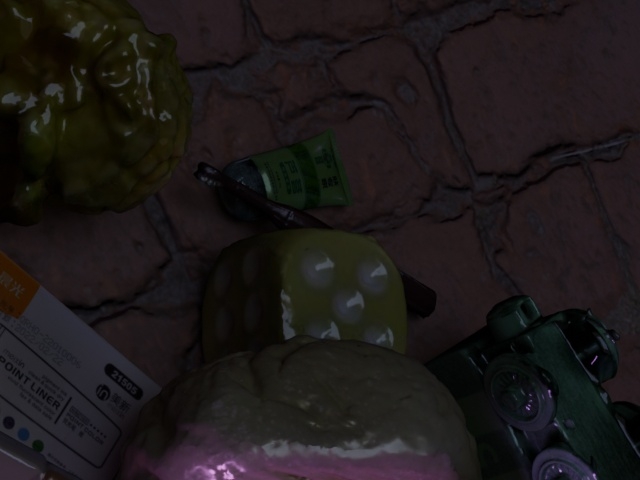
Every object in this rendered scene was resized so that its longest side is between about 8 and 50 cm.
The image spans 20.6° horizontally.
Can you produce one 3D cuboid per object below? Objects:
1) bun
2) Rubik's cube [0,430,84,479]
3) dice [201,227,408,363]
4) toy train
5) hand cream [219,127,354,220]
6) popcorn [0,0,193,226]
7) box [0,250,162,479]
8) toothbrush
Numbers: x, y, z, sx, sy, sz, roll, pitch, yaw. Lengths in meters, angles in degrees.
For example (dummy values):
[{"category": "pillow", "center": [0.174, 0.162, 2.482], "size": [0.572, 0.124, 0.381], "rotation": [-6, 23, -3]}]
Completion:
[{"category": "bun", "center": [-0.026, 0.233, 1.712], "size": [0.349, 0.352, 0.227], "rotation": [36, 21, -31]}, {"category": "Rubik's cube", "center": [-0.391, 0.273, 1.394], "size": [0.347, 0.346, 0.344], "rotation": [35, 76, -24]}, {"category": "dice", "center": [-0.019, 0.086, 1.888], "size": [0.169, 0.166, 0.169], "rotation": [7, 70, -35]}, {"category": "toy train", "center": [0.249, 0.213, 1.994], "size": [0.167, 0.238, 0.299], "rotation": [-26, 88, -39]}, {"category": "hand cream", "center": [-0.037, -0.069, 2.002], "size": [0.175, 0.046, 0.095], "rotation": [-15, 88, -37]}, {"category": "popcorn", "center": [-0.256, -0.147, 1.765], "size": [0.258, 0.224, 0.270], "rotation": [3, 88, -9]}, {"category": "box", "center": [-0.314, 0.152, 1.700], "size": [0.274, 0.091, 0.221], "rotation": [40, 55, -20]}, {"category": "toothbrush", "center": [0.001, -0.001, 1.981], "size": [0.364, 0.041, 0.041], "rotation": [31, 58, -34]}]
